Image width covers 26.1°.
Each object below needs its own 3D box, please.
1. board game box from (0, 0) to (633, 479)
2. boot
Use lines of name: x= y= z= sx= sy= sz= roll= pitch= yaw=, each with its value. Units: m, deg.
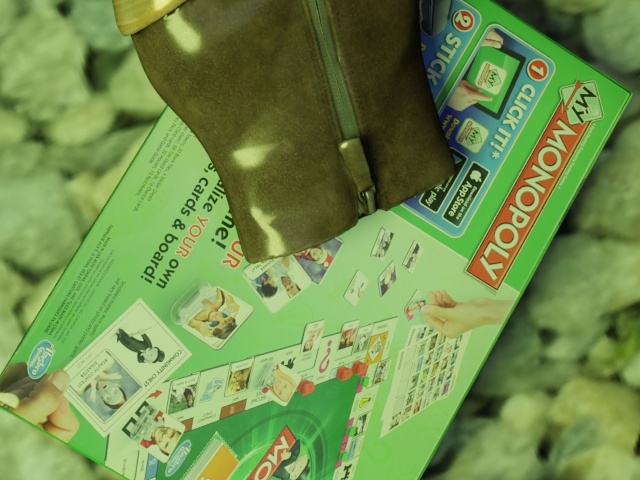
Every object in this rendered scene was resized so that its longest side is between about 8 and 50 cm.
board game box: x=0.000 y=0.000 z=0.729 sx=0.213 sy=0.046 sz=0.317 roll=32 pitch=79 yaw=-9
boot: x=0.023 y=-0.128 z=0.694 sx=0.248 sy=0.090 sz=0.207 roll=-29 pitch=104 yaw=-15
